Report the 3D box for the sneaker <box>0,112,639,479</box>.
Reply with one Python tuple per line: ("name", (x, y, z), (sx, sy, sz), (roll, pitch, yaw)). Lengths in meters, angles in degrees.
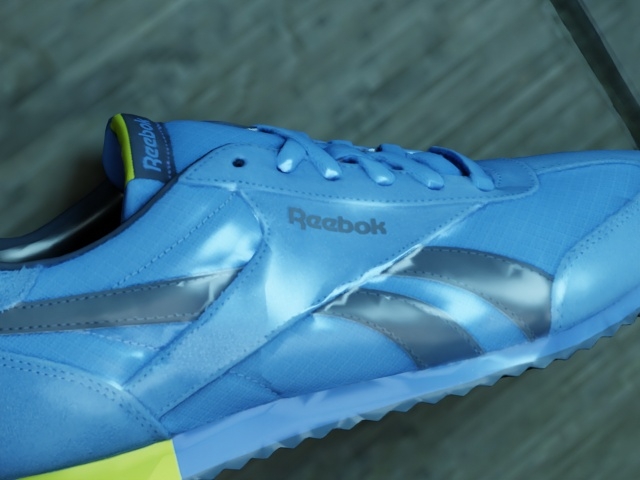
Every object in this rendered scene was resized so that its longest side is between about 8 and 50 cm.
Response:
("sneaker", (0.000, 0.000, 0.456), (0.209, 0.069, 0.082), (-17, 100, -15))
